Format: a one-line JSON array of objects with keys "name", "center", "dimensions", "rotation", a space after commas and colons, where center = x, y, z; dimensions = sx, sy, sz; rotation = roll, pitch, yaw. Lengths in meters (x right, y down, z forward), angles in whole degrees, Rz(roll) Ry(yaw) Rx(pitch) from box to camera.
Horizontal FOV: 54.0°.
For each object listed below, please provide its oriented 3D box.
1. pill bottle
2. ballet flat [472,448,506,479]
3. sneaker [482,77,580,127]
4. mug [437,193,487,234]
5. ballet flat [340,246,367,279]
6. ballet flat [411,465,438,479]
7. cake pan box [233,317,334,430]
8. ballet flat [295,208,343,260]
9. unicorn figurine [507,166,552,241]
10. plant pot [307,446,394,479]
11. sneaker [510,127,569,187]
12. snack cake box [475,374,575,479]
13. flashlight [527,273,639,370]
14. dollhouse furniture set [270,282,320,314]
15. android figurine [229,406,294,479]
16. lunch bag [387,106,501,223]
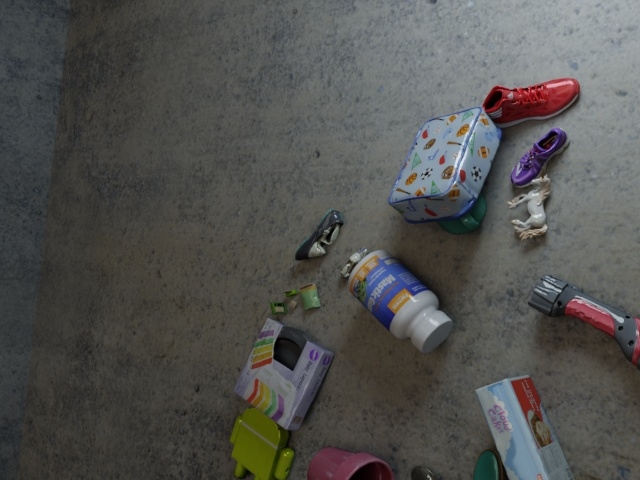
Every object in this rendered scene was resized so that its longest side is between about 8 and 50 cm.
[{"name": "pill bottle", "center": [0.209, 0.161, 1.633], "dimensions": [0.272, 0.152, 0.152], "rotation": [44, 111, 33]}, {"name": "ballet flat", "center": [0.401, 0.610, 1.484], "dimensions": [0.080, 0.073, 0.232], "rotation": [0, 78, 46]}, {"name": "sneaker", "center": [0.491, -0.334, 1.490], "dimensions": [0.221, 0.128, 0.087], "rotation": [-22, 72, 34]}, {"name": "mug", "center": [0.346, -0.068, 1.565], "dimensions": [0.129, 0.097, 0.158], "rotation": [-20, 39, 41]}, {"name": "ballet flat", "center": [0.093, 0.066, 1.804], "dimensions": [0.041, 0.041, 0.114], "rotation": [48, 112, 31]}, {"name": "ballet flat", "center": [0.315, 0.666, 1.558], "dimensions": [0.250, 0.058, 0.084], "rotation": [49, 135, 37]}, {"name": "cake pan box", "center": [-0.111, 0.392, 1.880], "dimensions": [0.245, 0.070, 0.267], "rotation": [26, 88, 35]}, {"name": "ballet flat", "center": [0.000, 0.000, 1.867], "dimensions": [0.203, 0.074, 0.074], "rotation": [-51, 58, 18]}, {"name": "unicorn figurine", "center": [0.505, -0.085, 1.501], "dimensions": [0.111, 0.060, 0.162], "rotation": [-14, 92, 35]}, {"name": "plant pot", "center": [0.066, 0.646, 1.672], "dimensions": [0.180, 0.201, 0.201], "rotation": [12, 92, 53]}, {"name": "sneaker", "center": [0.511, -0.203, 1.496], "dimensions": [0.170, 0.071, 0.068], "rotation": [-53, 57, 21]}, {"name": "snack cake box", "center": [0.459, 0.443, 1.406], "dimensions": [0.089, 0.152, 0.264], "rotation": [-31, 67, 31]}, {"name": "flashlight", "center": [0.602, 0.180, 1.361], "dimensions": [0.304, 0.103, 0.103], "rotation": [28, 104, 35]}, {"name": "dollhouse furniture set", "center": [-0.078, 0.183, 1.910], "dimensions": [0.151, 0.058, 0.076], "rotation": [-23, 71, 34]}, {"name": "android figurine", "center": [-0.184, 0.627, 1.939], "dimensions": [0.248, 0.056, 0.273], "rotation": [21, 98, 38]}, {"name": "lunch bag", "center": [0.303, -0.186, 1.553], "dimensions": [0.243, 0.115, 0.303], "rotation": [-8, 48, 54]}]
